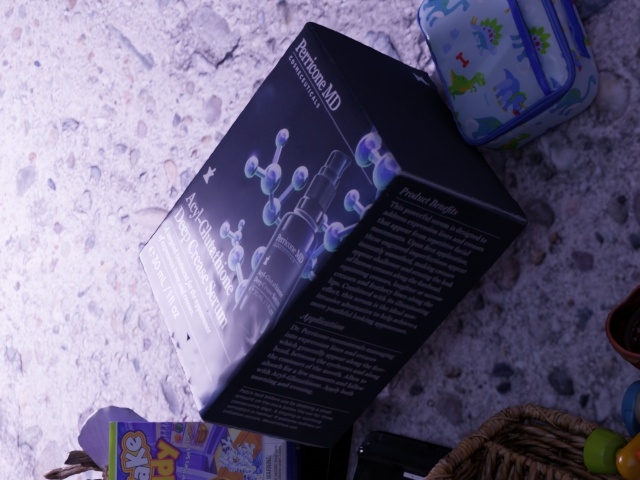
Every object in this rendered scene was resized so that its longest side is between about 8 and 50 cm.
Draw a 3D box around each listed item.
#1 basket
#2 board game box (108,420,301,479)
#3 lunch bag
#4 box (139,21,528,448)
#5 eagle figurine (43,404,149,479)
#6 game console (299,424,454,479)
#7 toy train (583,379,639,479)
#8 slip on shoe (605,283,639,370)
[{"bbox_3d":[0.240,0.303,1.432,0.299,0.213,0.223,18,97,43],"label":"basket"},{"bbox_3d":[-0.144,0.399,1.745,0.233,0.078,0.347,-3,81,13],"label":"board game box"},{"bbox_3d":[0.218,-0.227,1.617,0.176,0.090,0.219,-29,66,34],"label":"lunch bag"},{"bbox_3d":[0.000,0.000,1.667,0.395,0.212,0.293,-52,42,23],"label":"box"},{"bbox_3d":[-0.248,0.393,1.885,0.226,0.225,0.298,-47,37,29],"label":"eagle figurine"},{"bbox_3d":[0.058,0.299,1.721,0.361,0.044,0.213,7,89,45],"label":"game console"},{"bbox_3d":[0.315,0.219,1.368,0.143,0.248,0.105,3,121,50],"label":"toy train"},{"bbox_3d":[0.418,0.025,1.385,0.331,0.101,0.123,-42,56,29],"label":"slip on shoe"}]
